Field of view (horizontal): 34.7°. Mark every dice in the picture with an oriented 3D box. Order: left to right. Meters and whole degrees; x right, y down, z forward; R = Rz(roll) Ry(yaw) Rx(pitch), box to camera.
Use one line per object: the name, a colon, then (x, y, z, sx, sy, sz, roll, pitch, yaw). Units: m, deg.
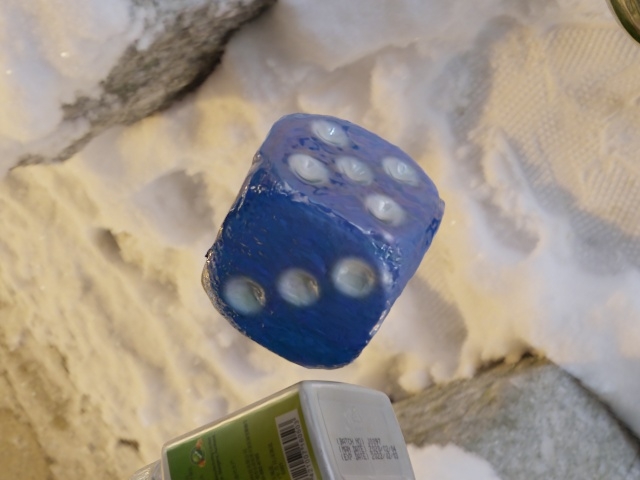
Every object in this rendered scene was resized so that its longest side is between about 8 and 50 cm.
dice: (0.000, 0.000, 0.782, 0.146, 0.143, 0.146, 28, 123, -1)

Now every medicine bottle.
medicine bottle: (-0.045, 0.174, 0.737, 0.188, 0.132, 0.088, -28, 67, 23)

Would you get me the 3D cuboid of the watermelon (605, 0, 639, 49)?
watermelon: (0.151, -0.084, 0.355, 0.105, 0.105, 0.062, -2, 104, 34)
